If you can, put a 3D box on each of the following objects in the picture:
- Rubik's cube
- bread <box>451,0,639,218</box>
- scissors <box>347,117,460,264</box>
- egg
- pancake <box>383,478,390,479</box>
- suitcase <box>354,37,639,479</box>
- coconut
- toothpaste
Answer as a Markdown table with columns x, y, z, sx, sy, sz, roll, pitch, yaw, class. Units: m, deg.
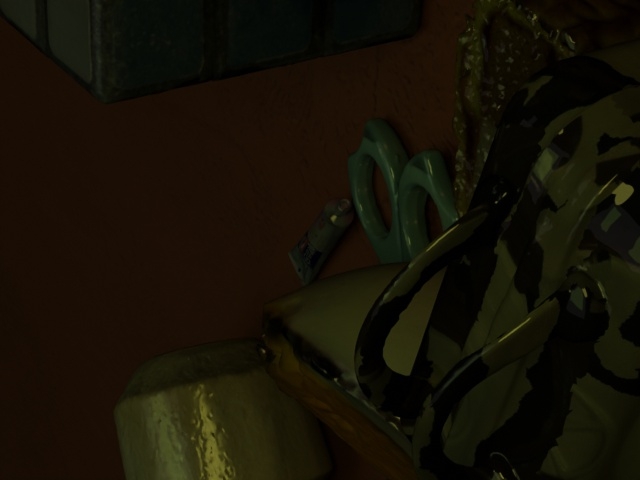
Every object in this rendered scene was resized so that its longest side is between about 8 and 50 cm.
| x | y | z | sx | sy | sz | roll | pitch | yaw | class |
| --- | --- | --- | --- | --- | --- | --- | --- | --- | --- |
| -0.111 | -0.320 | 1.429 | 0.304 | 0.301 | 0.305 | 38 | 135 | 47 | Rubik's cube |
| 0.175 | -0.070 | 1.272 | 0.181 | 0.096 | 0.222 | 42 | 140 | 44 | bread |
| 0.088 | 0.076 | 1.572 | 0.191 | 0.029 | 0.360 | 32 | 135 | 57 | scissors |
| 0.093 | 0.106 | 1.425 | 0.264 | 0.174 | 0.286 | 47 | 166 | -21 | egg |
| 0.066 | 0.353 | 1.540 | 0.356 | 0.065 | 0.356 | -31 | 46 | 38 | pancake |
| 0.185 | 0.049 | 1.063 | 0.194 | 0.339 | 0.351 | 53 | 144 | 33 | suitcase |
| -0.093 | 0.209 | 1.777 | 0.202 | 0.202 | 0.222 | -28 | 74 | 61 | coconut |
| 0.000 | 0.000 | 1.674 | 0.045 | 0.028 | 0.170 | 61 | 156 | 13 | toothpaste |
